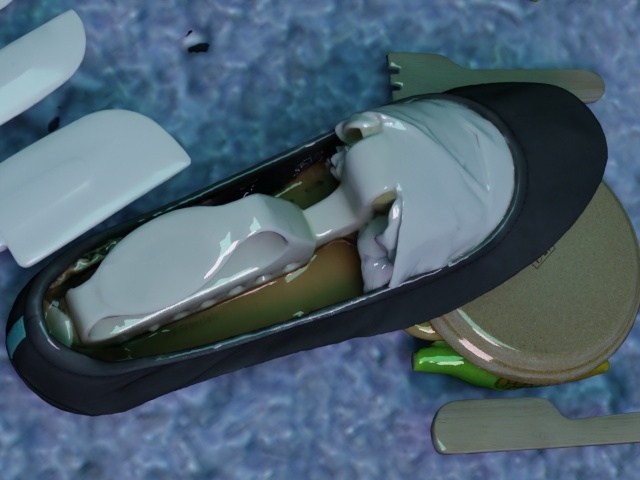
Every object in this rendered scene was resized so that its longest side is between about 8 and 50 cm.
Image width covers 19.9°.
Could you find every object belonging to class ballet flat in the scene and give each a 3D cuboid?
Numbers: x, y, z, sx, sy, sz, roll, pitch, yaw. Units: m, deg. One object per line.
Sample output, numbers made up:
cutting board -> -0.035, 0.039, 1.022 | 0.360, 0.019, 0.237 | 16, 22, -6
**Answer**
ballet flat -> 0.000, 0.000, 0.773 | 0.280, 0.096, 0.095 | -25, 75, -6

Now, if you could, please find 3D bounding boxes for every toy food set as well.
toy food set -> 0.089, 0.009, 0.858 | 0.132, 0.038, 0.192 | 1, 71, -20

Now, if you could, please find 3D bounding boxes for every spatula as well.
spatula -> -0.199, -0.032, 0.773 | 0.242, 0.019, 0.168 | -33, 74, -11
